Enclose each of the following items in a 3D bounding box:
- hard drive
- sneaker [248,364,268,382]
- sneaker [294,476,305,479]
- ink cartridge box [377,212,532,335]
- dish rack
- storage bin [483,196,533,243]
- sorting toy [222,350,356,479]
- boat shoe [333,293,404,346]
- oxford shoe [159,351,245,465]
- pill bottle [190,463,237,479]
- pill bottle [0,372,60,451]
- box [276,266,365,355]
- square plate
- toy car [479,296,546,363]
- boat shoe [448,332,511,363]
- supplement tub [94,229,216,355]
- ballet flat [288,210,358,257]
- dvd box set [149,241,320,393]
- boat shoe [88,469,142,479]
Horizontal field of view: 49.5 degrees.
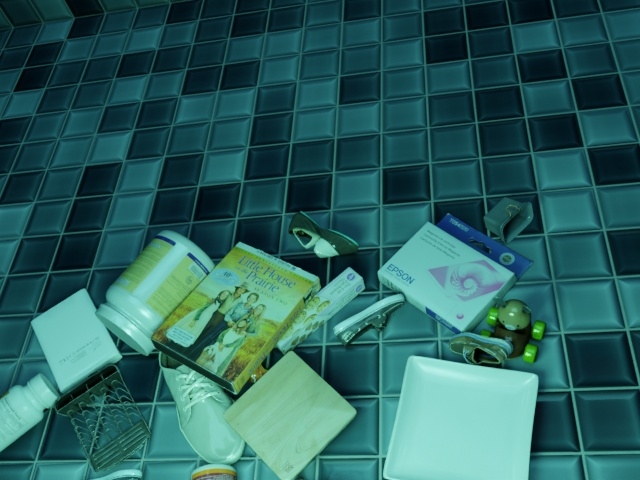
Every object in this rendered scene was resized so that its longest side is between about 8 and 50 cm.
[{"bbox_3d":[-0.779,0.314,2.203,0.203,0.040,0.307,-34,53,-11],"label":"hard drive"},{"bbox_3d":[-0.206,0.341,2.033,0.067,0.064,0.175,-17,54,-23],"label":"sneaker"},{"bbox_3d":[-0.085,0.669,1.761,0.061,0.065,0.158,43,87,-10],"label":"sneaker"},{"bbox_3d":[0.396,0.080,2.053,0.324,0.071,0.330,34,70,33],"label":"ink cartridge box"},{"bbox_3d":[-0.619,0.516,1.993,0.208,0.074,0.271,-35,54,-11],"label":"dish rack"},{"bbox_3d":[0.565,-0.073,2.110,0.135,0.098,0.091,-42,45,-16],"label":"storage bin"},{"bbox_3d":[-0.079,0.476,1.853,0.257,0.089,0.255,-42,62,-18],"label":"sorting toy"},{"bbox_3d":[0.151,0.235,2.001,0.228,0.080,0.076,-26,70,-9],"label":"boat shoe"},{"bbox_3d":[-0.347,0.430,1.952,0.169,0.130,0.449,-26,54,-9],"label":"oxford shoe"},{"bbox_3d":[-0.265,0.688,1.743,0.121,0.121,0.221,-13,53,5],"label":"pill bottle"},{"bbox_3d":[-0.892,0.502,2.038,0.229,0.131,0.131,-38,54,-14],"label":"pill bottle"},{"bbox_3d":[-0.008,0.209,2.065,0.324,0.063,0.067,-38,54,-14],"label":"box"},{"bbox_3d":[0.364,0.480,1.778,0.347,0.049,0.344,6,56,18],"label":"square plate"},{"bbox_3d":[0.510,0.217,1.844,0.155,0.188,0.149,16,60,24],"label":"toy car"},{"bbox_3d":[0.414,0.292,1.854,0.183,0.066,0.066,-5,30,46],"label":"boat shoe"},{"bbox_3d":[-0.497,0.159,2.119,0.241,0.241,0.331,25,64,29],"label":"supplement tub"},{"bbox_3d":[0.000,0.000,2.208,0.280,0.095,0.096,29,75,41],"label":"ballet flat"},{"bbox_3d":[-0.239,0.208,2.008,0.307,0.062,0.420,24,54,25],"label":"dvd box set"},{"bbox_3d":[-0.564,0.679,1.869,0.183,0.065,0.083,-19,53,9],"label":"boat shoe"}]
